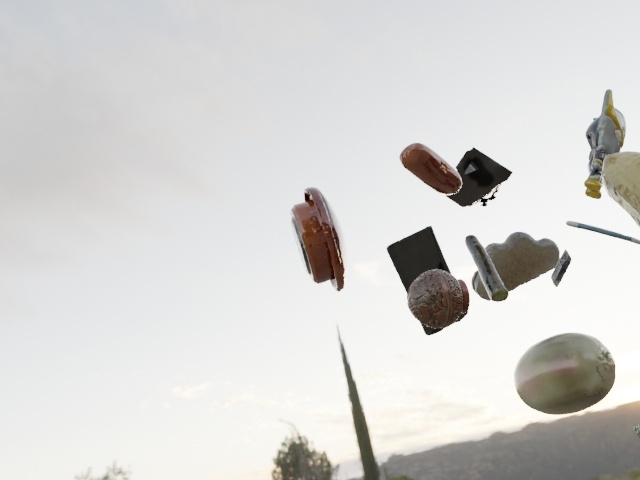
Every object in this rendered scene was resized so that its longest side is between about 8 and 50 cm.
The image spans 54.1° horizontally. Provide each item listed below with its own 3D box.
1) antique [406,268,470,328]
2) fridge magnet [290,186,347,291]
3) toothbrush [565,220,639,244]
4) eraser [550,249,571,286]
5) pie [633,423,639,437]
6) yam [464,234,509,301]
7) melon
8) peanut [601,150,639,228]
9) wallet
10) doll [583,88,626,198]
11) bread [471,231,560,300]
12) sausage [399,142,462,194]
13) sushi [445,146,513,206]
[{"bbox_3d":[0.192,0.098,1.044,0.103,0.104,0.104,-10,-27,-5],"label":"antique"},{"bbox_3d":[0.000,0.000,2.089,0.155,0.364,0.364,-17,-27,-6],"label":"fridge magnet"},{"bbox_3d":[0.760,-0.011,1.573,0.275,0.025,0.019,19,19,21],"label":"toothbrush"},{"bbox_3d":[0.544,0.064,1.414,0.019,0.027,0.099,6,-50,-6],"label":"eraser"},{"bbox_3d":[0.720,0.306,1.097,0.302,0.303,0.067,-21,-25,17],"label":"pie"},{"bbox_3d":[0.522,0.082,1.989,0.061,0.274,0.061,-5,-49,-6],"label":"yam"},{"bbox_3d":[0.707,0.388,1.823,0.222,0.223,0.317,6,-29,-31],"label":"melon"},{"bbox_3d":[0.714,-0.082,1.330,0.147,0.319,0.148,-8,-54,-11],"label":"peanut"},{"bbox_3d":[0.303,0.115,1.764,0.146,0.286,0.030,-25,4,-8],"label":"wallet"},{"bbox_3d":[0.804,-0.275,1.782,0.145,0.317,0.103,34,-22,-32],"label":"doll"},{"bbox_3d":[0.691,0.075,2.260,0.337,0.183,0.102,-27,2,0],"label":"bread"},{"bbox_3d":[0.260,-0.164,1.463,0.194,0.077,0.077,29,-47,-36],"label":"sausage"},{"bbox_3d":[0.501,-0.187,1.996,0.172,0.153,0.150,-58,-13,16],"label":"sushi"}]
